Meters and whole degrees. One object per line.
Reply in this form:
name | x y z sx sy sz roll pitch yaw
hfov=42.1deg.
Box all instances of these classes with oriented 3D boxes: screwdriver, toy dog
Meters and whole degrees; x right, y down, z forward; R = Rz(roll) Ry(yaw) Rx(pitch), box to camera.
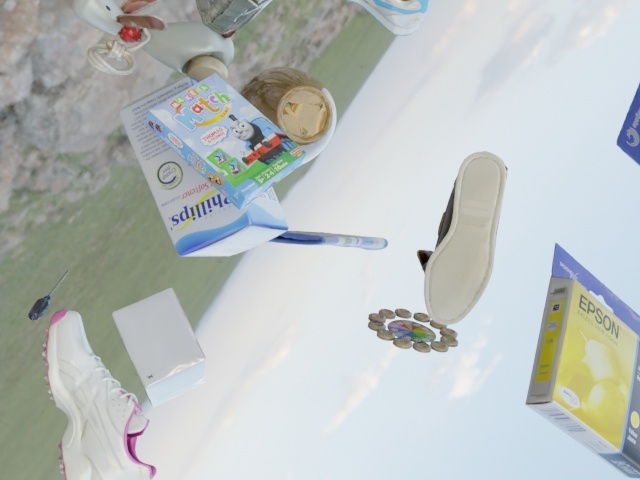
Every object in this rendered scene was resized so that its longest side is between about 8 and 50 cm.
screwdriver | -0.482 0.096 1.494 0.170 0.024 0.025 -74 159 -67
toy dog | -0.285 -0.411 1.590 0.161 0.334 0.220 -50 -132 32

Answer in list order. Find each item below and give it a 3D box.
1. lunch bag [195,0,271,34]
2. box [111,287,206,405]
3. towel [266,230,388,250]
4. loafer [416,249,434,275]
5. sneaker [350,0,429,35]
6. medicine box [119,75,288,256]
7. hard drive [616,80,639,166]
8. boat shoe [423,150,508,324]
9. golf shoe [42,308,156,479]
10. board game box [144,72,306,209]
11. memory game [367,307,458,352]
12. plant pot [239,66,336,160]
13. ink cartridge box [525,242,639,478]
lunch bag | -0.089 -0.457 1.223 0.235 0.169 0.286 -2 -116 66
box | -0.425 0.294 2.225 0.168 0.215 0.345 -24 166 -15
towel | 0.000 0.000 1.859 0.285 0.209 0.034 2 93 -57
loafer | 0.273 0.077 2.023 0.062 0.061 0.170 -62 -162 20
sneaker | 0.078 -0.435 1.364 0.087 0.229 0.092 -60 -179 -30
medicine box | -0.205 -0.124 1.540 0.149 0.289 0.263 -25 174 11
hard drive | 0.481 -0.086 0.936 0.040 0.318 0.210 -24 146 -18
boat shoe | 0.268 -0.005 1.531 0.097 0.117 0.324 -35 138 -76
golf shoe | -0.335 0.247 1.269 0.140 0.306 0.115 -14 170 0
board game box | -0.151 -0.164 1.342 0.160 0.211 0.039 -41 168 -39
memory game | 0.182 0.174 1.632 0.186 0.186 0.012 -65 167 -71
plant pot | -0.060 -0.276 1.835 0.237 0.237 0.254 -56 -167 -2
ink cartridge box | 0.483 0.201 1.409 0.072 0.304 0.307 -15 -133 51
